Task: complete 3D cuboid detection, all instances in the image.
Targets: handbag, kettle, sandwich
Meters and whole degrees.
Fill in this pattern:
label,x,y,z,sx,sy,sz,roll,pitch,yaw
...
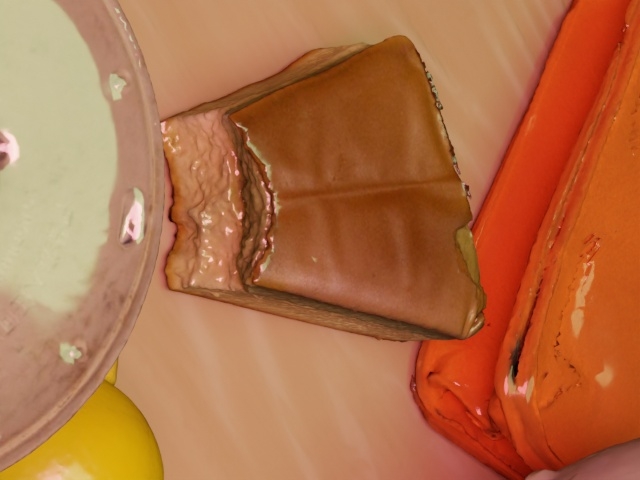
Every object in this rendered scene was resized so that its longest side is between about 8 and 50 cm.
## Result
label,x,y,z,sx,sy,sz,roll,pitch,yaw
handbag,0.258,0.019,1.364,0.303,0.116,0.410,36,69,-30
kettle,-0.307,-0.055,0.785,0.361,0.377,0.250,43,65,-28
sandwich,0.000,0.000,1.179,0.186,0.108,0.220,-29,107,-34

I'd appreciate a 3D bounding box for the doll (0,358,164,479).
label,x,y,z,sx,sy,sz,roll,pitch,yaw
doll,-0.179,0.183,1.003,0.145,0.199,0.363,67,26,-61

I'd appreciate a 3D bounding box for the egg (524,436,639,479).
label,x,y,z,sx,sy,sz,roll,pitch,yaw
egg,0.221,0.286,1.145,0.355,0.354,0.339,18,96,-35
